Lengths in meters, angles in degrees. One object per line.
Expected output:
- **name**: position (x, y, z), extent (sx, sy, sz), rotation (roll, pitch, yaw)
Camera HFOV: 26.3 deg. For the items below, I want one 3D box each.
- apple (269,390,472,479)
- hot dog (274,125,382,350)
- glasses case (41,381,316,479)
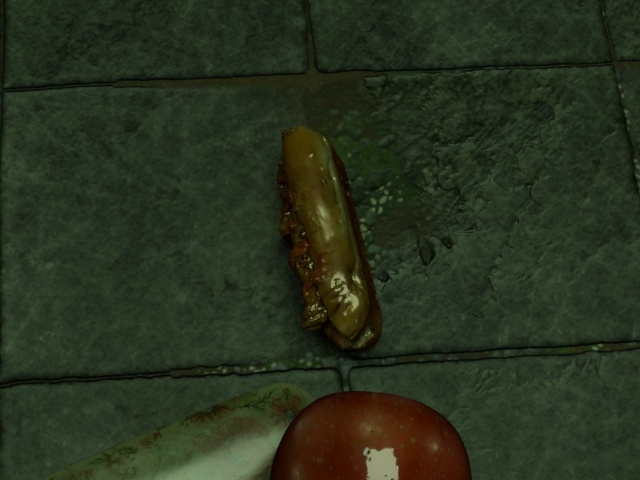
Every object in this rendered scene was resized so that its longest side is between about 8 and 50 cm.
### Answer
- **apple**: position (0.058, 0.310, 1.730), extent (0.260, 0.260, 0.216), rotation (13, 66, 3)
- **hot dog**: position (0.000, 0.000, 2.005), extent (0.117, 0.158, 0.349), rotation (-17, 68, 8)
- **glasses case**: position (-0.184, 0.324, 1.851), extent (0.425, 0.098, 0.156), rotation (-21, 68, -14)
